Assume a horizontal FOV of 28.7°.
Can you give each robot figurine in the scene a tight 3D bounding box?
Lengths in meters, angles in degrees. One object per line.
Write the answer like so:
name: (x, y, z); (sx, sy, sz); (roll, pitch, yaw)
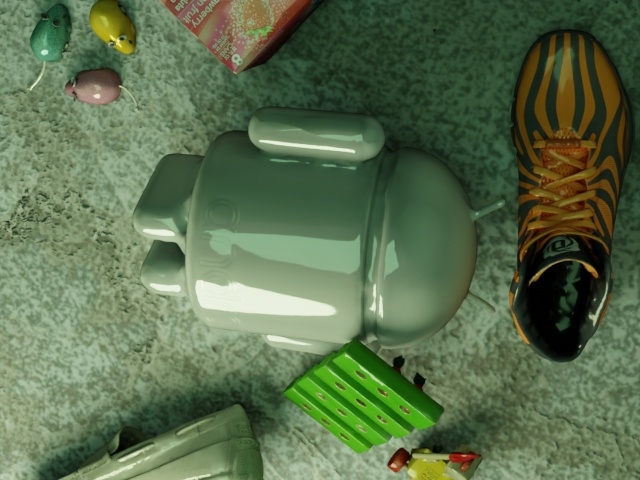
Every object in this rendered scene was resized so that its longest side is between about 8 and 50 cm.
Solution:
robot figurine: (0.000, 0.000, 1.231); (0.354, 0.199, 0.300); (5, 133, 10)

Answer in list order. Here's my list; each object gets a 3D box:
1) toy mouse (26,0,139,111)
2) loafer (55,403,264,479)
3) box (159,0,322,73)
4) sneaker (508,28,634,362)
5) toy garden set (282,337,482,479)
toy mouse: (-0.260, -0.192, 1.321); (0.143, 0.031, 0.161); (-25, 98, 16)
loafer: (-0.212, 0.266, 1.398); (0.320, 0.112, 0.111); (-16, 64, 15)
box: (-0.026, -0.293, 1.201); (0.122, 0.128, 0.257); (44, 107, -2)
sneaker: (0.240, -0.035, 1.186); (0.125, 0.180, 0.321); (-2, 103, 11)
toy garden set: (0.082, 0.180, 1.268); (0.204, 0.244, 0.049); (39, 68, -3)
